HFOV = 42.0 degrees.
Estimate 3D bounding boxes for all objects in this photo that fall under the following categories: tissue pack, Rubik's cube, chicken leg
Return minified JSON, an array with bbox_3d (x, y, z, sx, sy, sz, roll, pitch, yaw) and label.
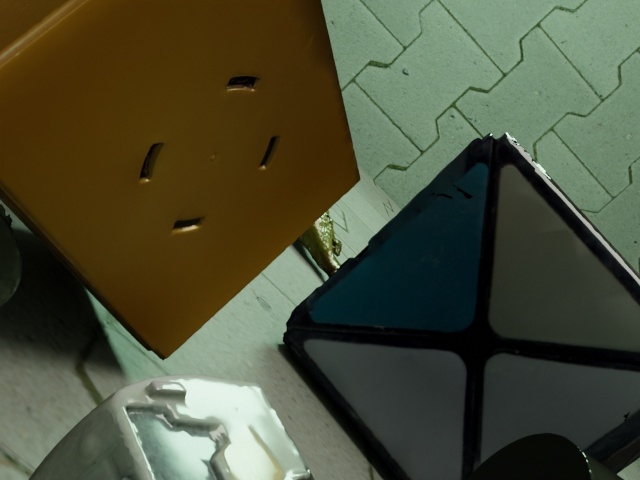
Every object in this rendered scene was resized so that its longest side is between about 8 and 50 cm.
[{"bbox_3d":[-0.106,-0.082,0.483,0.145,0.194,0.275,38,-16,26],"label":"tissue pack"},{"bbox_3d":[0.184,0.106,0.877,0.307,0.310,0.305,49,14,11],"label":"Rubik's cube"},{"bbox_3d":[0.000,0.000,1.192,0.178,0.070,0.093,61,10,29],"label":"chicken leg"}]

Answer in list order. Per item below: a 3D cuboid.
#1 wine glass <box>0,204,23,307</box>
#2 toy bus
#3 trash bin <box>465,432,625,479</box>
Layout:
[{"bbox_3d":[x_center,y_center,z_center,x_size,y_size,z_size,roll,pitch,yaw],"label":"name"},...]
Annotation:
[{"bbox_3d":[-0.183,0.025,0.349,0.072,0.072,0.155,45,10,-8],"label":"wine glass"},{"bbox_3d":[-0.009,0.206,0.313,0.138,0.097,0.343,21,28,-52],"label":"toy bus"},{"bbox_3d":[0.259,0.314,0.643,0.333,0.214,0.214,40,12,-15],"label":"trash bin"}]
